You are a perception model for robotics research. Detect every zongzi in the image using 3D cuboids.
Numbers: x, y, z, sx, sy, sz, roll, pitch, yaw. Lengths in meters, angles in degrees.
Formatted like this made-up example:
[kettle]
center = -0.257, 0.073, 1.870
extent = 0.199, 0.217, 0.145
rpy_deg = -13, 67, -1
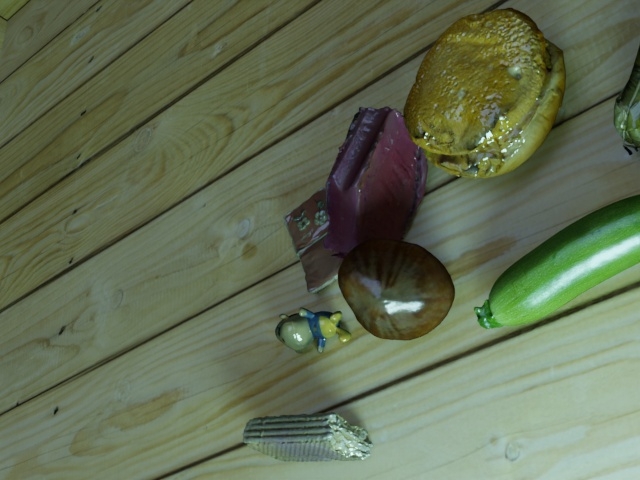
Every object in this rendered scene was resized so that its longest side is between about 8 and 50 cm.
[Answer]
[zongzi]
center = 0.527, -0.265, 1.588
extent = 0.205, 0.094, 0.204
rpy_deg = -49, 37, 13

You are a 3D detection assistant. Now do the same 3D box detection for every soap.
[soap]
center = 0.099, -0.092, 1.852
extent = 0.112, 0.182, 0.289
rpy_deg = 10, 70, 48

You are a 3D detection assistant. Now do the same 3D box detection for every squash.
[squash]
center = 0.405, 0.031, 1.521
extent = 0.395, 0.107, 0.107
rpy_deg = -34, 46, 27

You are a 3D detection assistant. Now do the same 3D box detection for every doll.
[doll]
center = -0.025, 0.177, 1.891
extent = 0.179, 0.102, 0.089
rpy_deg = -13, 15, 45

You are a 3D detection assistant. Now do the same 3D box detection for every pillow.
[pillow]
center = 0.000, 0.000, 2.000
extent = 0.126, 0.043, 0.233
rpy_deg = -40, 45, 20

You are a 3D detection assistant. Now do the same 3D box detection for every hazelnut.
[hazelnut]
center = 0.127, 0.095, 1.697
extent = 0.186, 0.210, 0.210
rpy_deg = 100, 162, -47

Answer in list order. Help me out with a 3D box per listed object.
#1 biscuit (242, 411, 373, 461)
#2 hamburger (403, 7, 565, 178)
[biscuit]
center = -0.026, 0.361, 1.756
extent = 0.238, 0.108, 0.062
rpy_deg = -12, 53, 42
[hamburger]
center = 0.299, -0.257, 1.754
extent = 0.289, 0.170, 0.314
rpy_deg = 10, 74, 51
